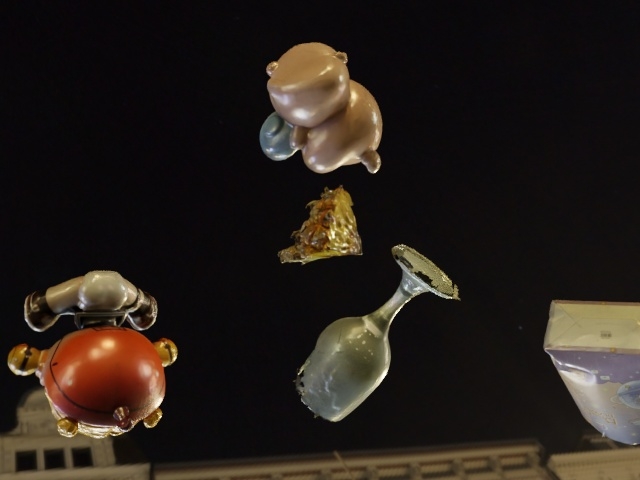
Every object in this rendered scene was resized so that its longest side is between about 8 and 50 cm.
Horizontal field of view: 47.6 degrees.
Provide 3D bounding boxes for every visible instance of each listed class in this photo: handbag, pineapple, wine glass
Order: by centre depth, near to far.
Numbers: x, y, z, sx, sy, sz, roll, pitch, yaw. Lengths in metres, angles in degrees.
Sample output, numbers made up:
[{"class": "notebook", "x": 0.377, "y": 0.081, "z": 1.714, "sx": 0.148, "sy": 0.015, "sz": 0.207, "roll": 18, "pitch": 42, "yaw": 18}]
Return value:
[{"class": "handbag", "x": 0.291, "y": 0.127, "z": 0.689, "sx": 0.173, "sy": 0.117, "sz": 0.095, "roll": 50, "pitch": -129, "yaw": -42}, {"class": "pineapple", "x": 0.000, "y": 0.000, "z": 0.830, "sx": 0.077, "sy": 0.114, "sz": 0.114, "roll": 38, "pitch": -48, "yaw": -23}, {"class": "wine glass", "x": 0.087, "y": 0.160, "z": 1.218, "sx": 0.143, "sy": 0.143, "sz": 0.321, "roll": 29, "pitch": -72, "yaw": -31}]

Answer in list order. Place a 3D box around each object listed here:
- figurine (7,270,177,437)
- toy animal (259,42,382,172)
[{"class": "figurine", "x": -0.408, "y": 0.224, "z": 1.359, "sx": 0.320, "sy": 0.323, "sz": 0.196, "roll": 0, "pitch": -30, "yaw": -33}, {"class": "toy animal", "x": 0.005, "y": -0.255, "z": 1.362, "sx": 0.230, "sy": 0.210, "sz": 0.221, "roll": -2, "pitch": -50, "yaw": -12}]
